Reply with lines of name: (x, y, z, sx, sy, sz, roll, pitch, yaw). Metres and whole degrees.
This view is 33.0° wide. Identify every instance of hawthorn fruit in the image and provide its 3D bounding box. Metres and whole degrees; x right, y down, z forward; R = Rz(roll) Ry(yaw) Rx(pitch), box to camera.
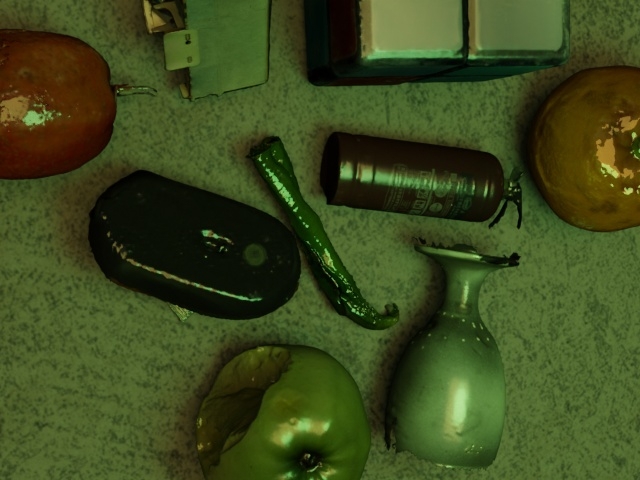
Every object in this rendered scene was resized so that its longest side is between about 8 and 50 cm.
hawthorn fruit: (-0.366, -0.193, 1.489, 0.299, 0.211, 0.211, -14, 98, -24)

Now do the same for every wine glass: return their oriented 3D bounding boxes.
wine glass: (0.204, 0.179, 1.667, 0.190, 0.190, 0.357, 7, 94, -15)

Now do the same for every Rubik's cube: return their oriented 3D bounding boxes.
Rubik's cube: (0.156, -0.389, 1.543, 0.316, 0.318, 0.314, -3, 95, -13)

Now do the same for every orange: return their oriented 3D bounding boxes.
orange: (0.452, -0.143, 1.684, 0.261, 0.261, 0.261, -1, 95, -14)

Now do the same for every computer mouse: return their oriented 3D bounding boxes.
computer mouse: (-0.184, 0.014, 1.577, 0.323, 0.116, 0.183, 20, 61, -16)

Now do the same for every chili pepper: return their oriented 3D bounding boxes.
chili pepper: (0.000, 0.001, 1.663, 0.076, 0.085, 0.359, -24, 109, 28)

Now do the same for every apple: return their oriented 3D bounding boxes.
apple: (-0.051, 0.289, 1.584, 0.279, 0.279, 0.279, -1, 95, -14)

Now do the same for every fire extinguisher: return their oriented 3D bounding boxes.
fire extinguisher: (0.172, -0.085, 1.680, 0.337, 0.114, 0.135, 6, 127, -14)

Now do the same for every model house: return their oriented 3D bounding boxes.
model house: (-0.168, -0.355, 1.535, 0.178, 0.271, 0.206, -14, 62, -9)

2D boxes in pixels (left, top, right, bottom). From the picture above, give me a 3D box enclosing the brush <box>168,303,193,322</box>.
brush: (-0.241, 0.022, 1.630, 0.083, 0.011, 0.205, -40, 102, -8)
